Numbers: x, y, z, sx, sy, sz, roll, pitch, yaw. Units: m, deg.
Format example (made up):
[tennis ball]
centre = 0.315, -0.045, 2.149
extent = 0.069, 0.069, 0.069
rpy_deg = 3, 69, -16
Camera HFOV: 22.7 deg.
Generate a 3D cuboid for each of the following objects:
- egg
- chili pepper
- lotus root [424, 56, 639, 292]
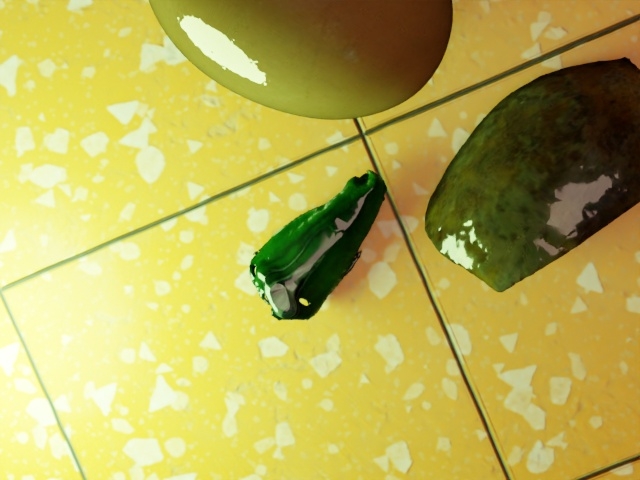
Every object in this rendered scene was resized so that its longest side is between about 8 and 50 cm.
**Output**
[egg]
centre = -0.024, -0.298, 1.789
extent = 0.374, 0.301, 0.301
rpy_deg = 28, 98, -2
[chili pepper]
centre = 0.000, 0.000, 1.943
extent = 0.108, 0.062, 0.216
rpy_deg = 39, 96, -1
[lotus root]
centre = 0.267, -0.080, 1.855
extent = 0.210, 0.142, 0.314
rpy_deg = 45, 103, 7
